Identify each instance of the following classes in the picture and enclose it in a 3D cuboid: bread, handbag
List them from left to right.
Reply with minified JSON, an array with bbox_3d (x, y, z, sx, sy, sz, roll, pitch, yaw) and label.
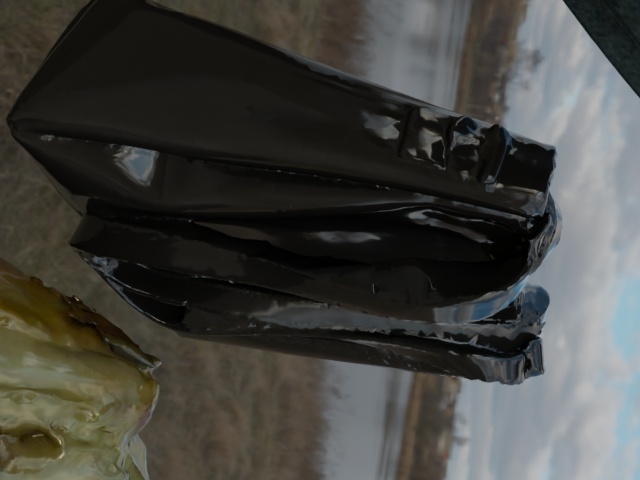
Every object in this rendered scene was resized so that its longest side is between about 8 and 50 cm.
[{"bbox_3d":[-0.264,0.056,0.494,0.324,0.277,0.167,-10,-108,53],"label":"bread"},{"bbox_3d":[0.000,0.001,0.515,0.285,0.257,0.113,70,36,-63],"label":"handbag"}]

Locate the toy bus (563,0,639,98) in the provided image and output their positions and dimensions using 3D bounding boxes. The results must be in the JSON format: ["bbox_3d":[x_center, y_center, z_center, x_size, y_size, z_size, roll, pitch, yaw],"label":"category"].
[{"bbox_3d":[0.196,-0.125,0.246,0.167,0.138,0.275,-50,-166,-25],"label":"toy bus"}]
